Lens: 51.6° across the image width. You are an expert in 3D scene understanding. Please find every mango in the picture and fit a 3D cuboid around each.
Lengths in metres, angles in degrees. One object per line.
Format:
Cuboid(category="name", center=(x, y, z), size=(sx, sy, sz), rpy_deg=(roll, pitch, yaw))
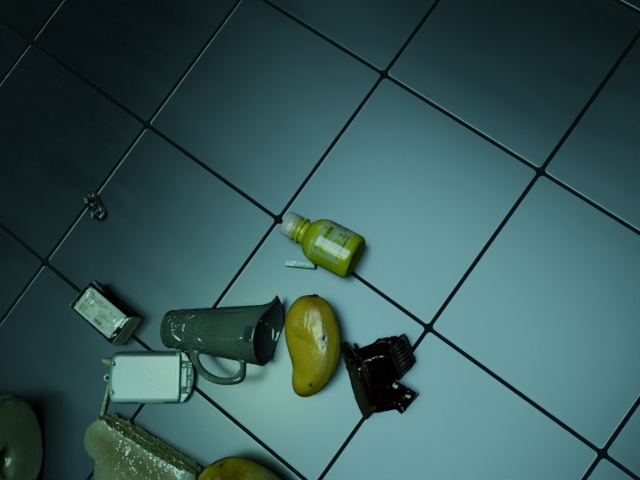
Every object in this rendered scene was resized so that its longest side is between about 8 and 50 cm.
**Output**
Cuboid(category="mango", center=(-0.164, 0.662, 1.634), size=(0.316, 0.146, 0.193), rpy_deg=(35, 92, 4))
Cuboid(category="mango", center=(-0.019, 0.266, 1.687), size=(0.157, 0.109, 0.262), rpy_deg=(1, 92, 33))

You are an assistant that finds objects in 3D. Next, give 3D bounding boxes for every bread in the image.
Cuboid(category="bread", center=(-0.481, 0.598, 1.723), size=(0.337, 0.102, 0.183), rpy_deg=(25, 85, 15))

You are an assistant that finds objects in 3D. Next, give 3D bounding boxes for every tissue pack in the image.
Cuboid(category="tissue pack", center=(-0.589, 0.199, 1.819), size=(0.170, 0.090, 0.103), rpy_deg=(38, 89, 12))

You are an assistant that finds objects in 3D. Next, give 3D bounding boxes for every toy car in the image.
Cuboid(category="toy car", center=(-0.654, -0.099, 1.916), size=(0.041, 0.025, 0.093), rpy_deg=(-31, 73, 5))

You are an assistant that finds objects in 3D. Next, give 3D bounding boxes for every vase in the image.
Cuboid(category="vase", center=(-0.265, 0.250, 1.724), size=(0.300, 0.156, 0.251), rpy_deg=(2, 61, 17))

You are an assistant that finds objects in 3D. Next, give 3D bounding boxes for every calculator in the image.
Cuboid(category="calculator", center=(-0.461, 0.367, 1.774), size=(0.245, 0.045, 0.141), rpy_deg=(-1, 82, 2))

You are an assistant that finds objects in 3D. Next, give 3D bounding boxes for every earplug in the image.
Cuboid(category="earplug", center=(-0.980, 0.563, 1.724), size=(0.393, 0.312, 0.313), rpy_deg=(-3, 80, 13))

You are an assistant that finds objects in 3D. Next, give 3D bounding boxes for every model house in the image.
Cuboid(category="model house", center=(0.160, 0.337, 1.655), size=(0.164, 0.141, 0.203), rpy_deg=(-16, 98, -13))

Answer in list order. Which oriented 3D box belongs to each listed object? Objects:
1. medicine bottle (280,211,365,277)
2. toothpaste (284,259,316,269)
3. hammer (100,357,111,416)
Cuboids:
Cuboid(category="medicine bottle", center=(0.000, 0.000, 1.728), size=(0.212, 0.122, 0.122), rpy_deg=(28, 86, 14))
Cuboid(category="toothpaste", center=(-0.054, 0.065, 1.779), size=(0.083, 0.020, 0.017), rpy_deg=(6, 79, 12))
Cuboid(category="hammer", center=(-0.596, 0.421, 1.816), size=(0.060, 0.028, 0.195), rpy_deg=(10, 83, 17))
